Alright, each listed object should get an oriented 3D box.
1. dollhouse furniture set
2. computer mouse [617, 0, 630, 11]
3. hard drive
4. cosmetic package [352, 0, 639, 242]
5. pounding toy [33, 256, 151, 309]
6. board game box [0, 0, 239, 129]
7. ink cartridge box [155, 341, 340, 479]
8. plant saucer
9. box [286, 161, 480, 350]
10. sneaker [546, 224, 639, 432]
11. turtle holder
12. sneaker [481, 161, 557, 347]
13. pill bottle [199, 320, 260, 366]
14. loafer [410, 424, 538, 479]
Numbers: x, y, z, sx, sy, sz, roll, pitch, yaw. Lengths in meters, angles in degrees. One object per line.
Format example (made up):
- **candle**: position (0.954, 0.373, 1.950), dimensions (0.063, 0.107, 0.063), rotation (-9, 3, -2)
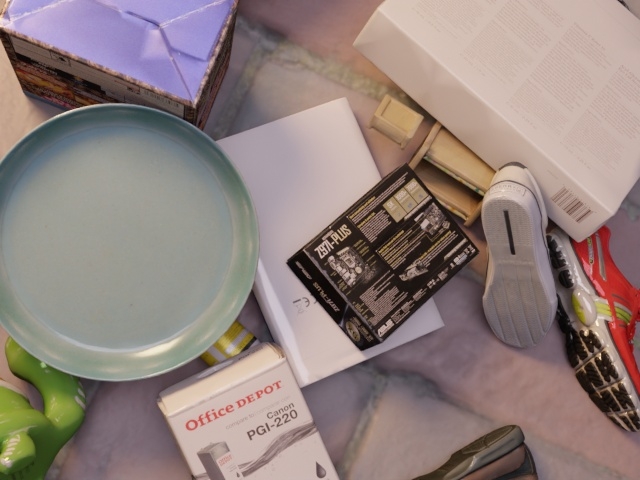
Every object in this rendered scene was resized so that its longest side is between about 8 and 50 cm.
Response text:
- **dollhouse furniture set**: position (0.160, -0.137, 1.685), dimensions (0.182, 0.101, 0.161), rotation (32, 55, -1)
- **computer mouse**: position (0.379, -0.382, 1.763), dimensions (0.071, 0.041, 0.242), rotation (-8, 89, 1)
- **hard drive**: position (0.000, 0.000, 1.635), dimensions (0.210, 0.040, 0.318), rotation (-21, 85, -21)
- **cosmetic package**: position (0.271, -0.223, 1.648), dimensions (0.377, 0.097, 0.284), rotation (42, 60, 1)
- **pounding toy**: position (-0.304, 0.020, 1.599), dimensions (0.269, 0.155, 0.154), rotation (25, 51, -12)
- **board game box**: position (-0.230, -0.226, 1.531), dimensions (0.232, 0.291, 0.141), rotation (22, 80, -4)
- **ink cartridge box**: position (-0.078, 0.252, 1.548), dimensions (0.158, 0.092, 0.218), rotation (-26, 103, -10)
- **plant saucer**: position (-0.228, 0.002, 1.477), dimensions (0.318, 0.044, 0.317), rotation (-2, 102, -8)
- **box**: position (0.076, 0.021, 1.590), dimensions (0.180, 0.077, 0.147), rotation (-41, 92, -22)
- **sneaker**: position (0.374, 0.103, 1.654), dimensions (0.118, 0.107, 0.279), rotation (-19, 87, -19)
- **turtle holder**: position (-0.421, 0.226, 1.469), dimensions (0.227, 0.243, 0.320), rotation (41, 89, 20)
- **sneaker**: position (0.251, 0.019, 1.609), dimensions (0.094, 0.258, 0.091), rotation (8, 42, 19)
- **pill bottle**: position (-0.136, 0.112, 1.606), dimensions (0.116, 0.065, 0.065), rotation (42, 79, 0)
- **loafer**: position (0.150, 0.324, 1.598), dimensions (0.267, 0.096, 0.084), rotation (-29, 92, -12)
